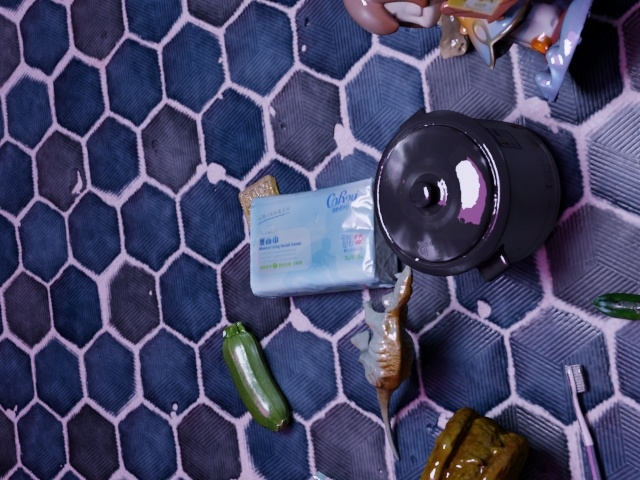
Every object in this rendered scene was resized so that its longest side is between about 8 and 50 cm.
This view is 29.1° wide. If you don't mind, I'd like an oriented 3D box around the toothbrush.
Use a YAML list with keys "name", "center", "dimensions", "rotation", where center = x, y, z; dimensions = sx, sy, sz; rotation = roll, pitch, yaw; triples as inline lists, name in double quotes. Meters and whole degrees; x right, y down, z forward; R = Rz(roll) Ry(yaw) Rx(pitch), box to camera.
- name: "toothbrush"
  center: [0.402, 0.323, 1.816]
  dimensions: [0.026, 0.024, 0.288]
  rotation: [-14, 81, 26]

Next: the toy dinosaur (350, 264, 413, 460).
- name: "toy dinosaur"
  center: [0.104, 0.188, 1.973]
  dimensions: [0.205, 0.092, 0.392]
  rotation: [-111, 24, -65]

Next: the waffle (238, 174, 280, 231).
- name: "waffle"
  center: [-0.098, -0.042, 2.230]
  dimensions: [0.092, 0.021, 0.135]
  rotation: [-28, 73, 36]

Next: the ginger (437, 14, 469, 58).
- name: "ginger"
  center: [0.240, -0.405, 1.899]
  dimensions: [0.149, 0.065, 0.258]
  rotation: [13, 99, 37]

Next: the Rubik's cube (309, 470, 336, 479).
- name: "Rubik's cube"
  center: [0.002, 0.450, 2.133]
  dimensions: [0.075, 0.084, 0.073]
  rotation: [41, 138, 29]

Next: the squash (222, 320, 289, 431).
- name: "squash"
  center: [-0.121, 0.248, 2.230]
  dimensions: [0.077, 0.068, 0.219]
  rotation: [-48, 62, 49]

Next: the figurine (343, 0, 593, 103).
- name: "figurine"
  center: [0.195, -0.377, 1.749]
  dimensions: [0.388, 0.276, 0.248]
  rotation: [20, 82, 8]

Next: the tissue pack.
- name: "tissue pack"
  center: [0.000, 0.000, 2.085]
  dimensions: [0.263, 0.089, 0.177]
  rotation: [-7, 80, 35]

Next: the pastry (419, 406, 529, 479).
- name: "pastry"
  center: [0.207, 0.370, 1.849]
  dimensions: [0.132, 0.240, 0.235]
  rotation: [31, 98, 19]

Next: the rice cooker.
- name: "rice cooker"
  center: [0.212, -0.069, 1.826]
  dimensions: [0.241, 0.227, 0.280]
  rotation: [-38, 68, 35]

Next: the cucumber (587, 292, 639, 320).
- name: "cucumber"
  center: [0.451, 0.095, 1.753]
  dimensions: [0.168, 0.039, 0.039]
  rotation: [2, 93, 39]
